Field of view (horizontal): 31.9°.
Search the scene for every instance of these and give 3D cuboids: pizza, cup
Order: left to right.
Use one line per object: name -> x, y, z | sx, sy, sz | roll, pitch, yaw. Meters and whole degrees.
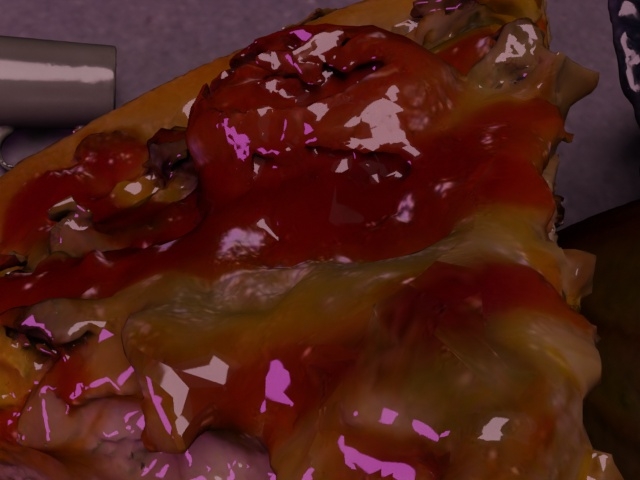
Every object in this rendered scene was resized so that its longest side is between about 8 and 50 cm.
cup -> -0.159, -0.081, 0.637 | 0.083, 0.054, 0.075 | 1, 61, -11
pizza -> 0.000, 0.000, 0.470 | 0.440, 0.130, 0.406 | -32, 32, -12

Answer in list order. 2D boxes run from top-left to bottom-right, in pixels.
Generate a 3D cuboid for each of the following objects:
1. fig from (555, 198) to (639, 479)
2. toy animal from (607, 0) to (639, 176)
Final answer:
fig -> 0.142, 0.048, 0.550 | 0.320, 0.217, 0.217 | 21, 59, 24
toy animal -> 0.259, -0.077, 0.602 | 0.298, 0.185, 0.122 | 16, 72, -49
